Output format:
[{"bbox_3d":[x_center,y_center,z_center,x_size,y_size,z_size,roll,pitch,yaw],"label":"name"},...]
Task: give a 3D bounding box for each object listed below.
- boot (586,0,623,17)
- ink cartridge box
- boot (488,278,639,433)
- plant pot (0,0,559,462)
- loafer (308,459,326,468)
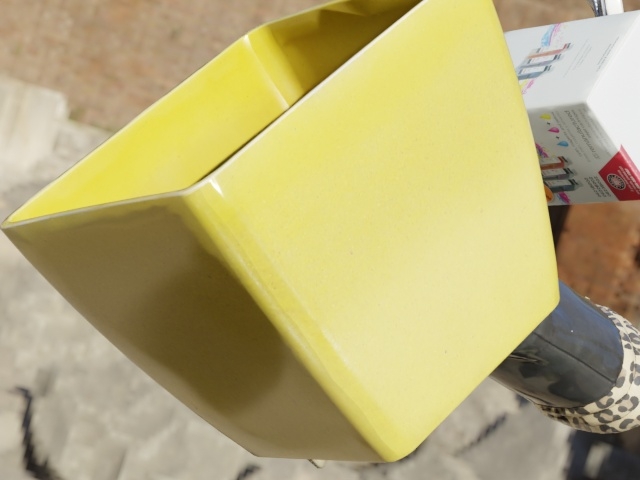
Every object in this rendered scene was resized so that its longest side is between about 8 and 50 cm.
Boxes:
[{"bbox_3d":[0.249,-0.264,1.824,0.086,0.069,0.190,-13,38,7],"label":"boot"},{"bbox_3d":[0.237,-0.119,1.703,0.176,0.127,0.128,-3,-46,49],"label":"ink cartridge box"},{"bbox_3d":[0.141,0.049,1.773,0.284,0.138,0.377,31,-2,-31],"label":"boot"},{"bbox_3d":[0.000,0.000,0.968,0.212,0.212,0.187,-7,-60,55],"label":"plant pot"},{"bbox_3d":[-0.028,0.183,1.956,0.056,0.050,0.148,29,-19,49],"label":"loafer"}]
